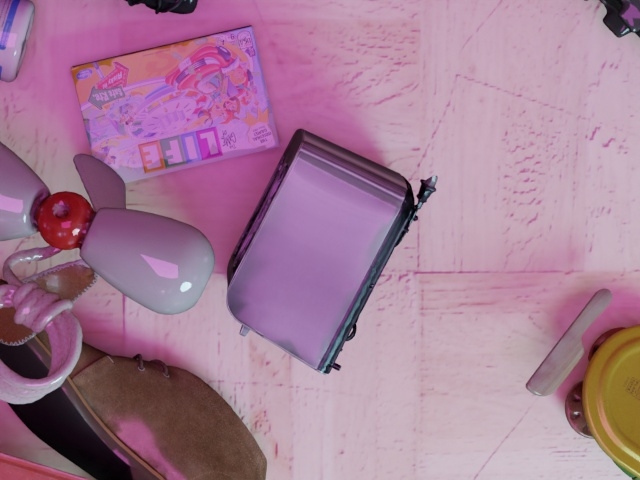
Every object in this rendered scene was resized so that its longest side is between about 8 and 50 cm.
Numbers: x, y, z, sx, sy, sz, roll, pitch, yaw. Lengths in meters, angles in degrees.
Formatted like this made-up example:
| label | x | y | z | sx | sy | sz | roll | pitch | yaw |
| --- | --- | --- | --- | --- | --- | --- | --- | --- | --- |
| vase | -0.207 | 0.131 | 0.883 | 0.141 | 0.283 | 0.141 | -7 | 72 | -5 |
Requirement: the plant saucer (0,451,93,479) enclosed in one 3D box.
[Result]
| label | x | y | z | sx | sy | sz | roll | pitch | yaw |
| --- | --- | --- | --- | --- | --- | --- | --- | --- | --- |
| plant saucer | -0.271 | 0.283 | 1.615 | 0.258 | 0.048 | 0.259 | 17 | 107 | 1 |

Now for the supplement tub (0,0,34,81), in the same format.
| label | x | y | z | sx | sy | sz | roll | pitch | yaw |
| --- | --- | --- | --- | --- | --- | --- | --- | --- | --- |
| supplement tub | -0.290 | -0.173 | 1.593 | 0.107 | 0.071 | 0.071 | 16 | 96 | -6 |

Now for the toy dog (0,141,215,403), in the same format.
| label | x | y | z | sx | sy | sz | roll | pitch | yaw |
| --- | --- | --- | --- | --- | --- | --- | --- | --- | --- |
| toy dog | -0.254 | -0.011 | 1.557 | 0.333 | 0.161 | 0.220 | 43 | 70 | 14 |

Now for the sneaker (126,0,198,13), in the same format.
| label | x | y | z | sx | sy | sz | roll | pitch | yaw |
| --- | --- | --- | --- | --- | --- | --- | --- | --- | --- |
| sneaker | -0.157 | -0.232 | 1.569 | 0.286 | 0.109 | 0.130 | -17 | 105 | -8 |

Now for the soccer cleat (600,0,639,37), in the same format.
| label | x | y | z | sx | sy | sz | roll | pitch | yaw |
| --- | --- | --- | --- | --- | --- | --- | --- | --- | --- |
| soccer cleat | 0.336 | -0.164 | 1.627 | 0.121 | 0.093 | 0.289 | -45 | 99 | -4 |

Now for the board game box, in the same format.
| label | x | y | z | sx | sy | sz | roll | pitch | yaw |
| --- | --- | --- | --- | --- | --- | --- | --- | --- | --- |
| board game box | -0.119 | -0.111 | 1.635 | 0.154 | 0.026 | 0.103 | -14 | 99 | -2 |

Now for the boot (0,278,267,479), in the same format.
| label | x | y | z | sx | sy | sz | roll | pitch | yaw |
| --- | --- | --- | --- | --- | --- | --- | --- | --- | --- |
| boot | -0.173 | 0.131 | 1.646 | 0.305 | 0.112 | 0.115 | 46 | 63 | -4 |

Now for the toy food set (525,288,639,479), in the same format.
| label | x | y | z | sx | sy | sz | roll | pitch | yaw |
| --- | --- | --- | --- | --- | --- | --- | --- | --- | --- |
| toy food set | 0.273 | 0.142 | 1.683 | 0.218 | 0.071 | 0.128 | 36 | 70 | -10 |

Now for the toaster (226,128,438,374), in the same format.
| label | x | y | z | sx | sy | sz | roll | pitch | yaw |
| --- | --- | --- | --- | --- | --- | --- | --- | --- | --- |
| toaster | 0.000 | 0.000 | 1.587 | 0.110 | 0.168 | 0.186 | 27 | 96 | -6 |
